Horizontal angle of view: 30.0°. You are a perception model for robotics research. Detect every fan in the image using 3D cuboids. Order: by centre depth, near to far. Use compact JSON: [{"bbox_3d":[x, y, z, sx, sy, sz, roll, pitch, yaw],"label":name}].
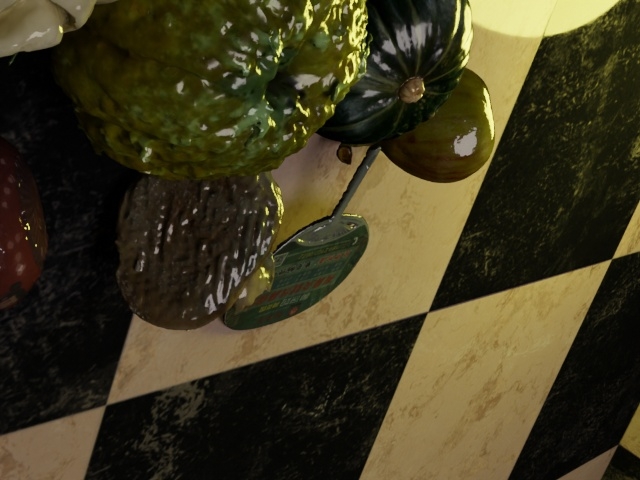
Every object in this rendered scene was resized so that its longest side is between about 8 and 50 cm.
[{"bbox_3d":[-0.027,0.021,1.444,0.223,0.012,0.294,-31,154,-20],"label":"fan"}]

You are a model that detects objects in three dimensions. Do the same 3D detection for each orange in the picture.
[{"bbox_3d":[-0.081,-0.176,1.027,0.300,0.223,0.301,-51,145,-2],"label":"orange"}]

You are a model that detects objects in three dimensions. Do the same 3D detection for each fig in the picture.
[{"bbox_3d":[0.122,-0.132,1.464,0.186,0.148,0.142,-13,138,11],"label":"fig"}]

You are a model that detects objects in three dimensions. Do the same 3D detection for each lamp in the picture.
[{"bbox_3d":[-0.297,-0.015,0.976,0.135,0.156,0.157,-11,101,-2],"label":"lamp"}]

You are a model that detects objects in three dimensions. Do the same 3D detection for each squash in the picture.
[{"bbox_3d":[0.053,-0.203,1.244,0.218,0.172,0.218,-35,154,-20],"label":"squash"}]

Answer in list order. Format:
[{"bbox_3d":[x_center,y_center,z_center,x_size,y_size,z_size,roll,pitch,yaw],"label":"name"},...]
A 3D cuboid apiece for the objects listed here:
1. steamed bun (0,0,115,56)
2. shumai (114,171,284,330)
[{"bbox_3d":[-0.253,-0.218,0.732,0.203,0.276,0.289,-51,176,14],"label":"steamed bun"},{"bbox_3d":[-0.122,-0.004,1.241,0.153,0.161,0.210,70,34,-79],"label":"shumai"}]
